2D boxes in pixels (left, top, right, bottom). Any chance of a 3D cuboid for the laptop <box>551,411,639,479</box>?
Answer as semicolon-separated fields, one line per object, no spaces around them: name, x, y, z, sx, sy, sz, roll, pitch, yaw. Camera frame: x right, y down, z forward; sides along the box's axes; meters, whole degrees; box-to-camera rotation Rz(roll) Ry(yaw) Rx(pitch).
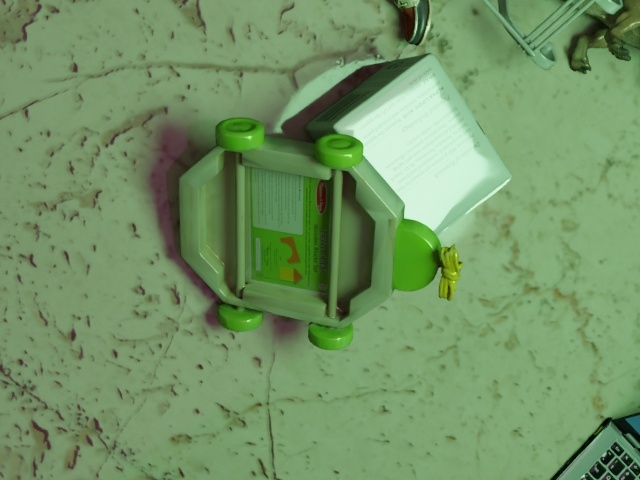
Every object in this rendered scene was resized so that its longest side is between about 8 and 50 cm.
laptop;0.514;0.425;1.542;0.408;0.236;0.382;-45;103;-6

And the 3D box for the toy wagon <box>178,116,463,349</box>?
toy wagon;0.000;0.000;1.366;0.345;0.068;0.267;11;121;14

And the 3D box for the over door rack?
over door rack;0.247;-0.396;1.393;0.324;0.108;0.239;42;124;-9

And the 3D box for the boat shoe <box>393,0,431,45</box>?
boat shoe;0.111;-0.312;1.463;0.043;0.049;0.137;0;89;-27

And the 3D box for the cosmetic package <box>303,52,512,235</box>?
cosmetic package;0.104;-0.109;1.430;0.151;0.151;0.183;-38;104;-8

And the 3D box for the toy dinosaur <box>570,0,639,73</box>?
toy dinosaur;0.446;-0.293;1.518;0.296;0.127;0.200;25;77;6
